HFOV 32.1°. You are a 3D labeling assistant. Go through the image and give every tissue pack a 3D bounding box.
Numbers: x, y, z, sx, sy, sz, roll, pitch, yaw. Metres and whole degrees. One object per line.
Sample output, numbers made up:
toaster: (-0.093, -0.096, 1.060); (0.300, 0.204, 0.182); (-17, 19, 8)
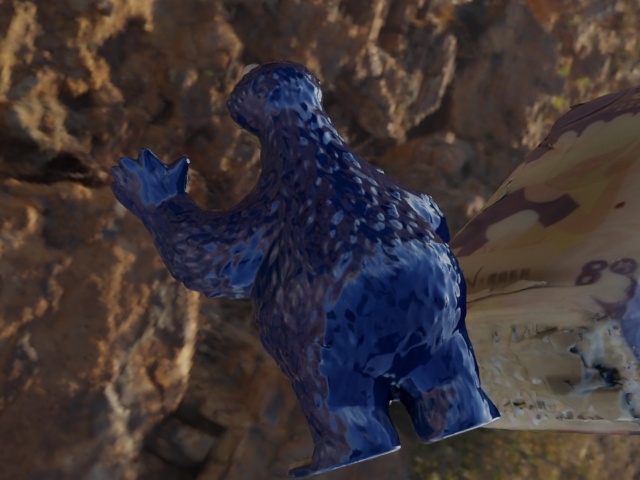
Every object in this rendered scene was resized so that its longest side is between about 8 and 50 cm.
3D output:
tissue pack: (0.228, 0.004, 0.875); (0.343, 0.242, 0.125); (-46, 113, -34)

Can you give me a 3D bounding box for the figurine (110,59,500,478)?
figurine: (0.009, 0.003, 0.635); (0.164, 0.262, 0.120); (-26, 167, -30)
